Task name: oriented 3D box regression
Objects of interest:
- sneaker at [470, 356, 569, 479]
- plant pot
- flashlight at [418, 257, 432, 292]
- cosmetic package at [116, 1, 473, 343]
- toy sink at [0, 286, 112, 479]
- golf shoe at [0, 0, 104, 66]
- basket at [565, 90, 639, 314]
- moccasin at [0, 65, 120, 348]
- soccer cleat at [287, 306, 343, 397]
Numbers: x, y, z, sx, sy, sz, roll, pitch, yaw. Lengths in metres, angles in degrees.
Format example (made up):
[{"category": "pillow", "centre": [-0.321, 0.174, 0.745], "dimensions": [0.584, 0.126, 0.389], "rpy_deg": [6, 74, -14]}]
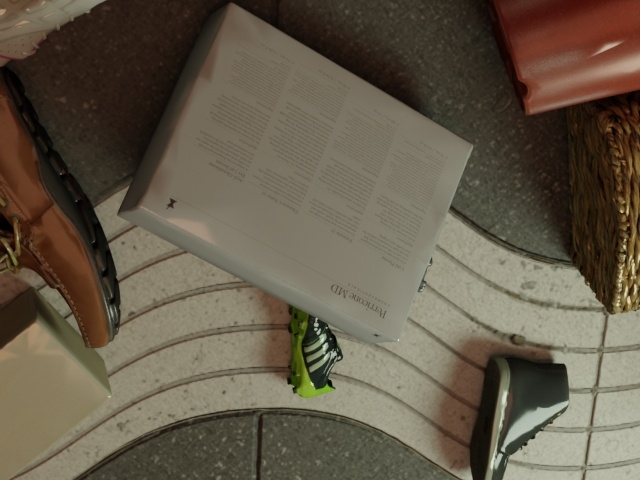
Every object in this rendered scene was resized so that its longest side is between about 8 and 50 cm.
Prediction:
[{"category": "sneaker", "centre": [0.291, 0.277, 2.068], "dimensions": [0.118, 0.083, 0.222], "rpy_deg": [4, 111, -13]}, {"category": "plant pot", "centre": [0.346, -0.289, 1.755], "dimensions": [0.265, 0.272, 0.272], "rpy_deg": [-17, 115, 6]}, {"category": "flashlight", "centre": [0.000, 0.000, 1.886], "dimensions": [0.304, 0.103, 0.103], "rpy_deg": [18, 95, -17]}, {"category": "cosmetic package", "centre": [-0.024, -0.076, 1.781], "dimensions": [0.377, 0.097, 0.284], "rpy_deg": [29, 71, -20]}, {"category": "toy sink", "centre": [-0.416, 0.201, 1.875], "dimensions": [0.234, 0.131, 0.153], "rpy_deg": [-40, 114, 2]}, {"category": "golf shoe", "centre": [-0.344, -0.284, 1.702], "dimensions": [0.306, 0.115, 0.140], "rpy_deg": [-6, 121, 1]}, {"category": "basket", "centre": [0.459, -0.069, 1.880], "dimensions": [0.223, 0.213, 0.299], "rpy_deg": [-9, 114, -6]}, {"category": "moccasin", "centre": [-0.366, -0.025, 1.783], "dimensions": [0.147, 0.139, 0.380], "rpy_deg": [-26, 115, 2]}, {"category": "soccer cleat", "centre": [-0.006, 0.137, 1.970], "dimensions": [0.072, 0.060, 0.178], "rpy_deg": [-7, 121, -18]}]
